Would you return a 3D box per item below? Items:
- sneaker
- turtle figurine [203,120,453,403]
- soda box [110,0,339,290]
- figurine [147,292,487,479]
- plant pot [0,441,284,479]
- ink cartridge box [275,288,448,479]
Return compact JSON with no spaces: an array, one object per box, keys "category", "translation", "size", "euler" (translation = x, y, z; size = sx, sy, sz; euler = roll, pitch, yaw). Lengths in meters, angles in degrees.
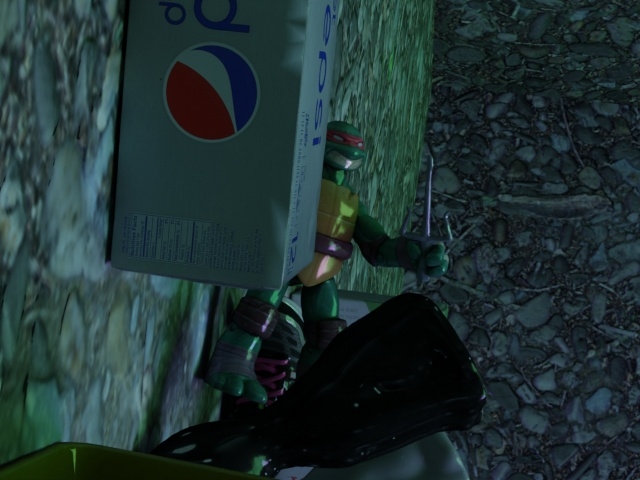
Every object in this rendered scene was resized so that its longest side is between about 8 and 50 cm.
[{"category":"sneaker","translation":[-0.041,0.118,0.975],"size":[0.074,0.063,0.170],"euler":[-74,170,-53]},{"category":"turtle figurine","translation":[0.000,0.000,0.891],"size":[0.118,0.175,0.234],"euler":[-159,-96,-78]},{"category":"soda box","translation":[-0.040,-0.125,0.641],"size":[0.098,0.091,0.286],"euler":[-39,136,-78]},{"category":"figurine","translation":[-0.011,0.150,0.818],"size":[0.092,0.210,0.215],"euler":[58,-16,32]},{"category":"plant pot","translation":[-0.042,0.199,0.473],"size":[0.212,0.212,0.187],"euler":[6,93,-83]},{"category":"ink cartridge box","translation":[0.040,0.162,1.284],"size":[0.093,0.154,0.212],"euler":[-23,119,-82]}]
